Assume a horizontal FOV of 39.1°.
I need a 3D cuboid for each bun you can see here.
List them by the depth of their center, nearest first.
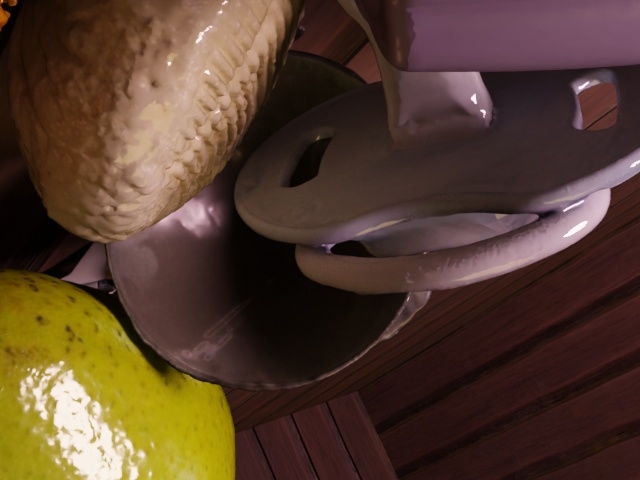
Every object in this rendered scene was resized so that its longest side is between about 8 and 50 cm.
[{"bbox_3d":[-0.107,-0.106,0.553,0.220,0.134,0.220,-57,177,-5],"label":"bun"}]

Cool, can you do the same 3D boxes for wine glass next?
[{"bbox_3d":[0.000,0.000,0.872,0.267,0.267,0.406,-28,169,10],"label":"wine glass"}]

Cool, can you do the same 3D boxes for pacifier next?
[{"bbox_3d":[0.060,-0.094,0.536,0.287,0.226,0.238,-9,-151,25],"label":"pacifier"}]

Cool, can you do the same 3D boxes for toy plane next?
[{"bbox_3d":[-0.307,0.077,0.949,0.234,0.082,0.160,-25,-170,-2],"label":"toy plane"}]

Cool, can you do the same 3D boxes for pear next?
[{"bbox_3d":[-0.264,0.135,0.730,0.342,0.239,0.318,-6,153,12],"label":"pear"}]

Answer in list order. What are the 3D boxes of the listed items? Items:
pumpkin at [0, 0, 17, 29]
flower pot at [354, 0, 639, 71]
[{"bbox_3d":[-0.212,-0.110,0.383,0.248,0.126,0.131,-58,170,8],"label":"pumpkin"},{"bbox_3d":[0.120,-0.185,0.369,0.243,0.265,0.265,-18,164,1],"label":"flower pot"}]
